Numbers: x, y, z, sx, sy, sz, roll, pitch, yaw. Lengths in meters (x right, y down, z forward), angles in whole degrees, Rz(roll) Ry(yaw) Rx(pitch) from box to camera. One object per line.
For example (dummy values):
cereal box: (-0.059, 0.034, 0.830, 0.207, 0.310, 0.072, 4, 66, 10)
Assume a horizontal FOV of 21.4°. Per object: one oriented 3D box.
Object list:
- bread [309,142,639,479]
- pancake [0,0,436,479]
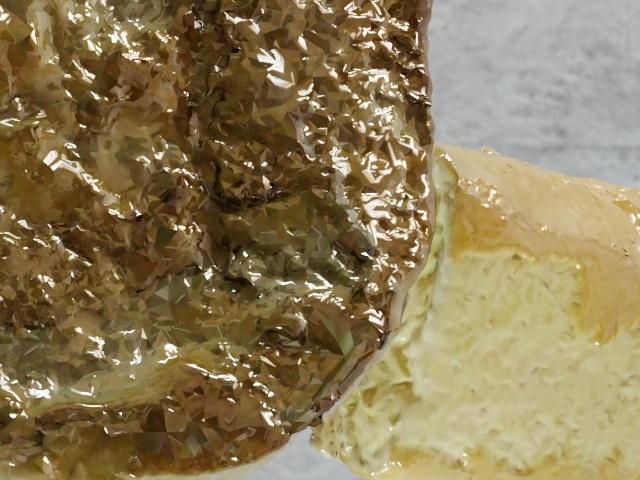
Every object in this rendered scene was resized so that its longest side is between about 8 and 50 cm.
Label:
bread: (0.180, 0.066, 1.210, 0.165, 0.375, 0.236, 11, 91, 58)
pancake: (-0.108, -0.066, 0.686, 0.065, 0.356, 0.356, 124, 156, -65)
